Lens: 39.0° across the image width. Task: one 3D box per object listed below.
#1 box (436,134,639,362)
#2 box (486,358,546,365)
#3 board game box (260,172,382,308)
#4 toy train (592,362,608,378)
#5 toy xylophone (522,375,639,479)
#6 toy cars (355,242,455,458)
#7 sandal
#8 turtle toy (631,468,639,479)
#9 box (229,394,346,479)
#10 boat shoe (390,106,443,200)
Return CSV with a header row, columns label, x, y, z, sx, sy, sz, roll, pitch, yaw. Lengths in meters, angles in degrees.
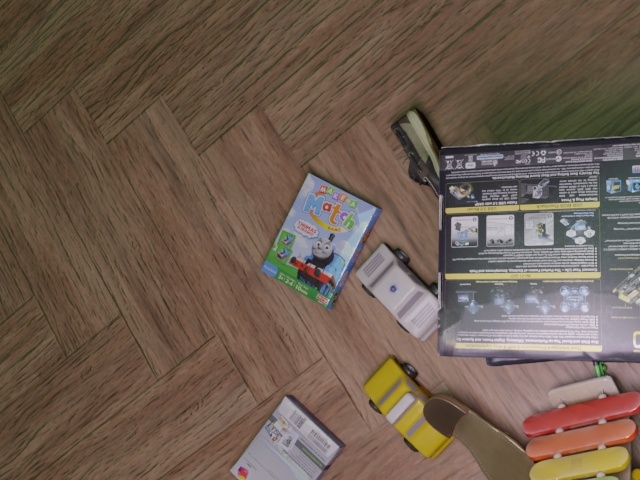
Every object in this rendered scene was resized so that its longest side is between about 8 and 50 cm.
label,x,y,z,sx,sy,sz,roll,pitch,yaw
box,0.367,0.014,1.295,0.395,0.097,0.318,-2,81,23
box,0.456,0.032,1.422,0.395,0.212,0.293,-10,80,23
board game box,0.000,0.000,1.716,0.160,0.039,0.211,28,94,24
toy train,0.466,0.234,1.493,0.017,0.024,0.083,-25,73,49
toy xylophone,0.428,0.342,1.371,0.236,0.322,0.081,-26,117,26
toy cars,0.146,0.191,1.603,0.176,0.087,0.393,-7,81,22
sandal,0.286,0.335,1.528,0.240,0.079,0.088,39,115,12
turtle toy,0.479,0.405,1.399,0.130,0.066,0.095,35,72,28
box,-0.063,0.408,1.694,0.145,0.038,0.186,39,98,23
boat shoe,0.193,-0.133,1.632,0.073,0.080,0.223,-31,67,23
